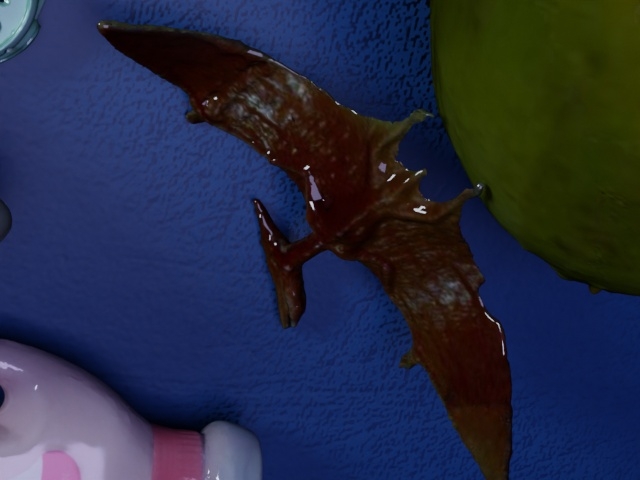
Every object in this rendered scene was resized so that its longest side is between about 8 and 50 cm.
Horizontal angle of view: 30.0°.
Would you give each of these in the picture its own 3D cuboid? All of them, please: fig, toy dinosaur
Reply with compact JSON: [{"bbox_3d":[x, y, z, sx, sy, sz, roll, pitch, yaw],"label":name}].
[{"bbox_3d":[0.208,-0.125,0.690,0.343,0.343,0.343,-4,107,-14],"label":"fig"},{"bbox_3d":[0.002,-0.008,0.722,0.113,0.206,0.327,-49,127,-43],"label":"toy dinosaur"}]

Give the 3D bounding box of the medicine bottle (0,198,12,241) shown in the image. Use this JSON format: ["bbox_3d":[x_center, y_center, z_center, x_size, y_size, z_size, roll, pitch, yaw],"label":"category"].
[{"bbox_3d":[-0.301,-0.062,0.645,0.143,0.143,0.258,-38,105,-2],"label":"medicine bottle"}]

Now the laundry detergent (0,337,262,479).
[{"bbox_3d":[-0.204,0.140,0.766,0.335,0.088,0.159,8,95,-19],"label":"laundry detergent"}]

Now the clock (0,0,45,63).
[{"bbox_3d":[-0.211,-0.145,0.705,0.101,0.041,0.135,9,103,-17],"label":"clock"}]
